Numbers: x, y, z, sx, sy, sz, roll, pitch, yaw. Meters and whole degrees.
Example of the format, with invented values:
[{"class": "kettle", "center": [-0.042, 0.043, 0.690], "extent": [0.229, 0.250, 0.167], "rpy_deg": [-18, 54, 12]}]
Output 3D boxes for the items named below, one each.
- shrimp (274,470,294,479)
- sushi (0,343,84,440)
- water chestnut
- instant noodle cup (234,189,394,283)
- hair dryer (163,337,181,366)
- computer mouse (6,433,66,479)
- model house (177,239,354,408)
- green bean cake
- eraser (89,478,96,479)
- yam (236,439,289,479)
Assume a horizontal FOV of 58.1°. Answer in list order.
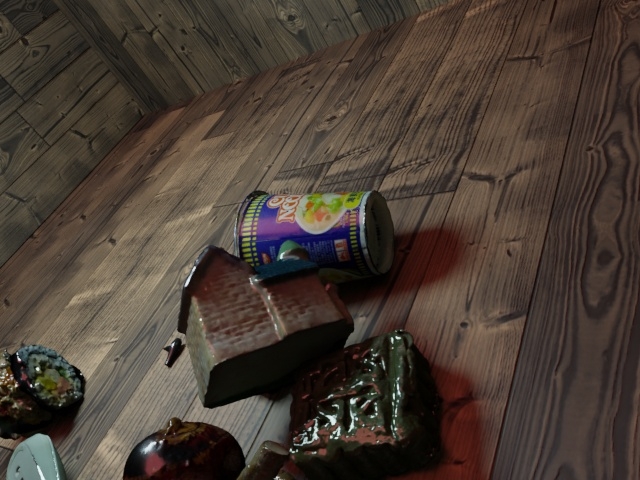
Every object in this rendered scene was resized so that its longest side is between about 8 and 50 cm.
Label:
[{"class": "shrimp", "center": [-0.074, 0.473, 0.996], "extent": [0.091, 0.043, 0.184], "rpy_deg": [-30, 31, 3]}, {"class": "sushi", "center": [-0.810, 0.425, 1.598], "extent": [0.218, 0.225, 0.238], "rpy_deg": [-44, 49, 0]}, {"class": "water chestnut", "center": [-0.249, 0.451, 1.067], "extent": [0.223, 0.238, 0.224], "rpy_deg": [-26, -9, -5]}, {"class": "instant noodle cup", "center": [0.000, 0.000, 1.362], "extent": [0.312, 0.284, 0.284], "rpy_deg": [-7, 41, 25]}, {"class": "hair dryer", "center": [-0.411, 0.304, 1.559], "extent": [0.083, 0.031, 0.079], "rpy_deg": [-18, 43, 50]}, {"class": "computer mouse", "center": [-0.642, 0.580, 1.337], "extent": [0.288, 0.097, 0.160], "rpy_deg": [37, 101, 41]}, {"class": "model house", "center": [-0.127, 0.135, 1.150], "extent": [0.298, 0.243, 0.284], "rpy_deg": [-13, 60, -27]}, {"class": "green bean cake", "center": [0.076, 0.294, 1.012], "extent": [0.254, 0.132, 0.241], "rpy_deg": [-22, 31, 21]}, {"class": "eraser", "center": [-0.489, 0.609, 1.161], "extent": [0.052, 0.096, 0.225], "rpy_deg": [-1, 46, 37]}, {"class": "yam", "center": [-0.140, 0.460, 0.995], "extent": [0.253, 0.061, 0.061], "rpy_deg": [-59, 34, -2]}]
